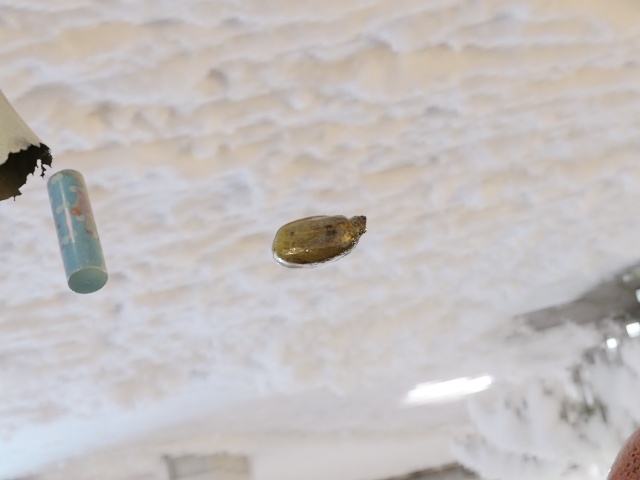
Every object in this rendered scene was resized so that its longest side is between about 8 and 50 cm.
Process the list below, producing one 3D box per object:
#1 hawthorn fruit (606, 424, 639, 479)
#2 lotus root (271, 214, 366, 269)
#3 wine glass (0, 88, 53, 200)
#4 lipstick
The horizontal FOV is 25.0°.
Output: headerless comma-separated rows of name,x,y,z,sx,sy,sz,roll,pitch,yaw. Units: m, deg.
hawthorn fruit,0.310,0.207,1.178,0.169,0.188,0.169,-4,123,-7
lotus root,0.000,0.000,1.407,0.099,0.049,0.054,-15,-172,-4
wine glass,-0.303,-0.111,1.073,0.103,0.222,0.103,-42,165,-14
lipstick,-0.280,-0.012,1.659,0.048,0.158,0.048,-12,141,-10
